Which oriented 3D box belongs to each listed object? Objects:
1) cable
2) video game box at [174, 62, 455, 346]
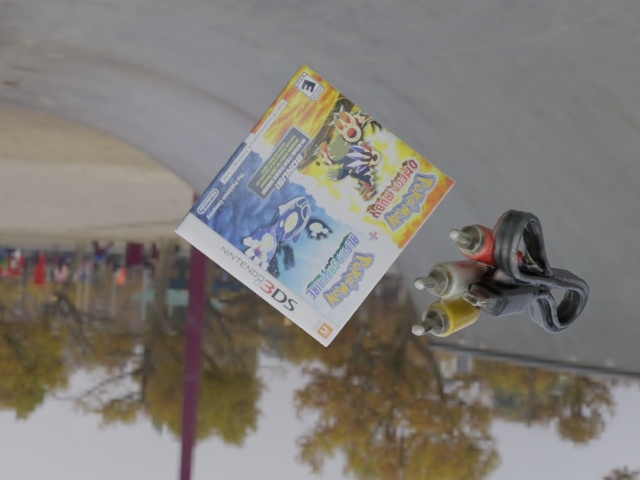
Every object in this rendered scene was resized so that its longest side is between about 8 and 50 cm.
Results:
[{"bbox_3d":[0.191,0.029,1.190,0.072,0.139,0.287,31,-164,29],"label":"cable"},{"bbox_3d":[-0.006,-0.033,1.170,0.187,0.205,0.048,37,-177,-6],"label":"video game box"}]
